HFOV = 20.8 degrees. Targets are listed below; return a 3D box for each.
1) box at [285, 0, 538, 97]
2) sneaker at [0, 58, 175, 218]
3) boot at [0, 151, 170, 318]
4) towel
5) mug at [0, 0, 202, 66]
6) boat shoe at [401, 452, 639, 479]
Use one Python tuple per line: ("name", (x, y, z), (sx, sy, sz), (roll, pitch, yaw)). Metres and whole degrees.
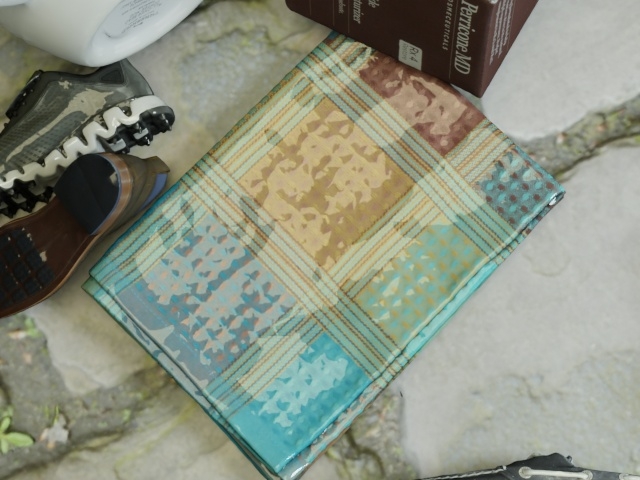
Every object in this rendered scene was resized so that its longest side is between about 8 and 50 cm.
("box", (0.093, -0.266, 1.521), (0.203, 0.168, 0.167), (27, 69, 12))
("sneaker", (-0.257, -0.098, 1.595), (0.234, 0.078, 0.106), (-28, 74, -3))
("boot", (-0.225, -0.003, 1.579), (0.219, 0.106, 0.082), (-39, 80, 27))
("towel", (0.000, 0.000, 1.561), (0.271, 0.040, 0.370), (44, 86, 12))
("mug", (-0.271, -0.312, 1.502), (0.328, 0.374, 0.276), (50, 131, 8))
("boat shoe", (0.190, 0.228, 1.466), (0.301, 0.108, 0.102), (3, 46, 20))
